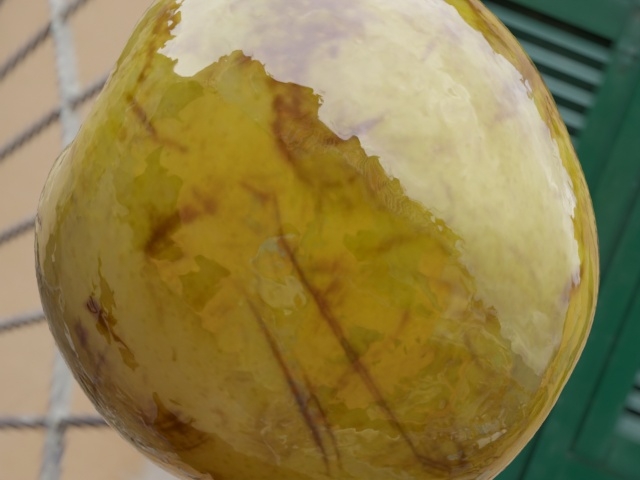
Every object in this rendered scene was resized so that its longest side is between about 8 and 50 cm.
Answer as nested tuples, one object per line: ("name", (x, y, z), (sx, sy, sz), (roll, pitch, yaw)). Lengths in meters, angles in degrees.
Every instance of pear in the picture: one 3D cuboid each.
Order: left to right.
("pear", (0.000, 0.000, 0.908), (0.281, 0.281, 0.281), (22, 1, 0))
